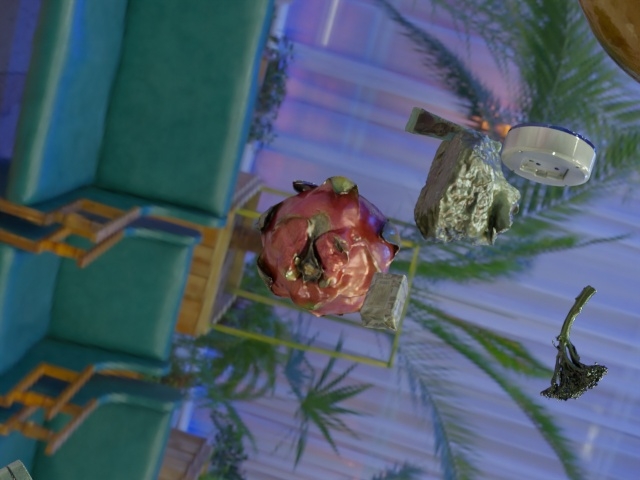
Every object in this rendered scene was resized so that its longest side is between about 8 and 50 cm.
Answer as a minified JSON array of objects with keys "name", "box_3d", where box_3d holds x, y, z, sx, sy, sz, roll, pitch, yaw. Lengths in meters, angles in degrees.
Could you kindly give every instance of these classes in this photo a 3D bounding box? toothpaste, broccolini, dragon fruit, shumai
[{"name":"toothpaste","box_3d":[0.298,-0.238,2.045,0.037,0.216,0.062,51,61,-77]},{"name":"broccolini","box_3d":[0.523,0.197,1.817,0.062,0.123,0.271,52,50,-39]},{"name":"dragon fruit","box_3d":[0.000,0.000,1.923,0.226,0.305,0.305,45,60,-62]},{"name":"shumai","box_3d":[0.319,-0.091,1.886,0.189,0.218,0.256,-27,-146,61]}]

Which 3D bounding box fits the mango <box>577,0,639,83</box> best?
[{"name":"mango","box_3d":[0.641,-0.459,1.694,0.300,0.446,0.232,-27,-157,39]}]

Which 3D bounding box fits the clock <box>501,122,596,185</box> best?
[{"name":"clock","box_3d":[0.579,-0.216,2.342,0.230,0.230,0.083,82,27,-77]}]

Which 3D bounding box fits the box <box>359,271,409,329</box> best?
[{"name":"box","box_3d":[0.107,0.100,1.528,0.045,0.062,0.098,73,31,-43]}]

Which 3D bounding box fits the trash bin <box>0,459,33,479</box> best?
[{"name":"trash bin","box_3d":[-0.516,0.435,1.473,0.130,0.116,0.059,-28,166,-30]}]
